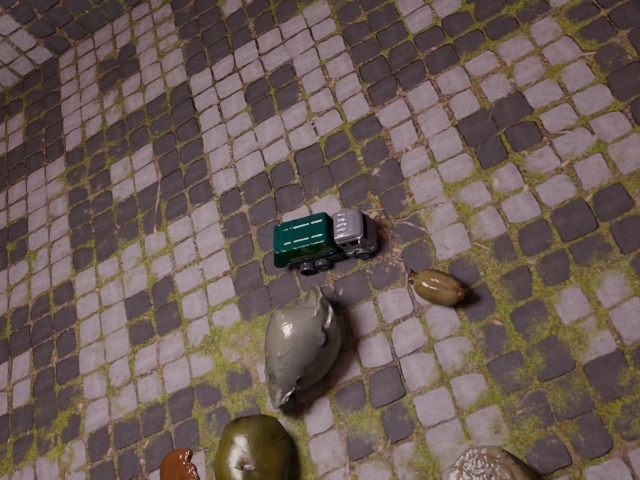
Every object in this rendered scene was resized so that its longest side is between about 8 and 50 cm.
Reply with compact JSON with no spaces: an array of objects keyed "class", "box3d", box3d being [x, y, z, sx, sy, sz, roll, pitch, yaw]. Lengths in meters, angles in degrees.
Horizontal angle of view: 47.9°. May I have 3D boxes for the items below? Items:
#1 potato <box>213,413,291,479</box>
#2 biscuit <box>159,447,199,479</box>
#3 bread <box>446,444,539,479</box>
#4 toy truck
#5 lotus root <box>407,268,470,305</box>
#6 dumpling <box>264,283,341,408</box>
[{"class":"potato","box3d":[-0.142,0.467,1.514,0.155,0.137,0.200,-14,57,21]},{"class":"biscuit","box3d":[-0.326,0.541,1.650,0.102,0.019,0.130,-28,55,14]},{"class":"bread","box3d":[0.314,0.441,1.275,0.148,0.141,0.134,32,84,36]},{"class":"toy truck","box3d":[0.000,0.000,1.701,0.254,0.124,0.114,-15,60,23]},{"class":"lotus root","box3d":[0.248,0.099,1.544,0.150,0.062,0.073,19,68,35]},{"class":"dumpling","box3d":[-0.065,0.223,1.606,0.243,0.175,0.227,-38,22,-11]}]
